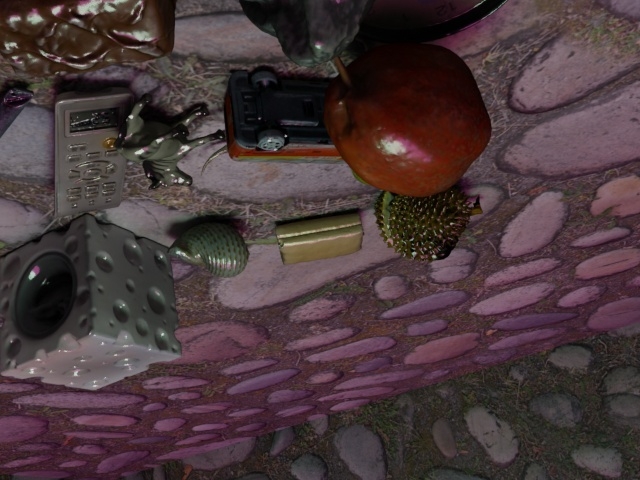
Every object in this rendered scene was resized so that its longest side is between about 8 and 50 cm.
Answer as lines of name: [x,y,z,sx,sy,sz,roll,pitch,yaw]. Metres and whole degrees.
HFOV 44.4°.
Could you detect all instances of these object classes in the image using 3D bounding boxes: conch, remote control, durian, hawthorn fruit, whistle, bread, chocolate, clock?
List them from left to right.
whistle: [-0.461,-0.167,1.117,0.033,0.033,0.176,13,147,-41]
chocolate: [-0.273,-0.264,0.920,0.214,0.093,0.148,-10,157,-3]
remote control: [-0.359,-0.134,1.214,0.109,0.055,0.313,-11,153,-25]
conch: [-0.213,0.015,1.530,0.153,0.102,0.135,27,157,-22]
bread: [0.000,0.000,1.631,0.178,0.060,0.139,-11,155,-2]
hawthorn fruit: [0.095,-0.173,1.045,0.262,0.210,0.210,20,141,-37]
clock: [0.133,-0.347,0.959,0.280,0.055,0.280,-9,155,-4]
durian: [0.229,-0.026,1.583,0.237,0.138,0.193,-5,154,-14]

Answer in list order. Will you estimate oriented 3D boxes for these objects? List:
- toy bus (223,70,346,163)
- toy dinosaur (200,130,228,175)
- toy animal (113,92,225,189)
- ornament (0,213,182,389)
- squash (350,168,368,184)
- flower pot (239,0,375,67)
toy bus: [-0.017,-0.177,1.194,0.265,0.121,0.120,-1,162,-22]
toy dinosaur: [-0.131,-0.162,1.262,0.180,0.037,0.058,-20,149,17]
toy animal: [-0.246,-0.142,1.189,0.176,0.073,0.217,-31,165,23]
ornament: [-0.443,0.129,1.507,0.240,0.239,0.240,-23,154,24]
squash: [0.150,-0.136,1.406,0.201,0.066,0.066,-7,155,-16]
flower pot: [-0.034,-0.306,0.691,0.283,0.299,0.299,8,149,-28]
